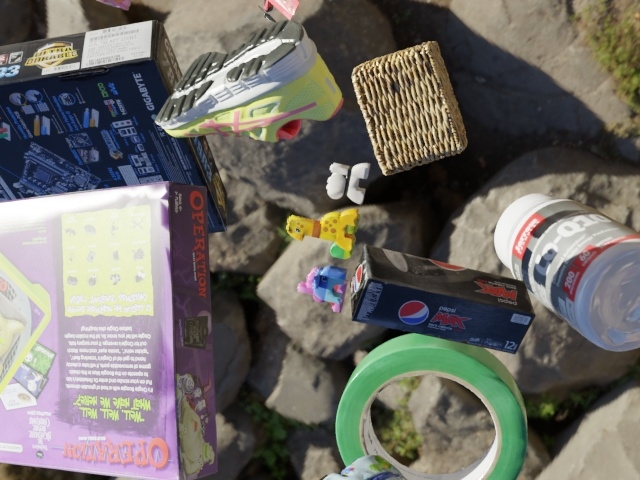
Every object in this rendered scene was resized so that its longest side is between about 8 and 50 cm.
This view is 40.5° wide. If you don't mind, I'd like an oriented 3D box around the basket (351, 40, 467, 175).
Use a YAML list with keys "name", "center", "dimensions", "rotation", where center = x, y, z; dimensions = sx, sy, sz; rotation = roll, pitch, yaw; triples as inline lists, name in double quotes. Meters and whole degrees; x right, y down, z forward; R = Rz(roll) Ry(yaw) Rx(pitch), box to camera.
- name: "basket"
  center: [0.237, -0.350, 2.270]
  dimensions: [0.223, 0.213, 0.299]
  rotation: [-17, 101, 18]

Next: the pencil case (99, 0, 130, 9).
- name: "pencil case"
  center: [-0.314, -0.521, 1.408]
  dimensions: [0.124, 0.124, 0.284]
  rotation: [32, 102, 13]

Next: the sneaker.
- name: "sneaker"
  center: [-0.065, -0.117, 0.762]
  dimensions: [0.209, 0.081, 0.094]
  rotation: [-5, 142, 48]

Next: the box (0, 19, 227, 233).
- name: "box"
  center: [-0.284, -0.101, 1.009]
  dimensions: [0.294, 0.073, 0.295]
  rotation: [-7, 143, 7]

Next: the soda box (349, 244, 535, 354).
- name: "soda box"
  center: [0.116, 0.057, 0.837]
  dimensions: [0.169, 0.060, 0.053]
  rotation: [13, 123, -9]

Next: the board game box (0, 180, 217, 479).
- name: "board game box"
  center: [-0.231, 0.072, 0.689]
  dimensions: [0.347, 0.056, 0.208]
  rotation: [-3, 83, 32]

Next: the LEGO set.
- name: "LEGO set"
  center: [0.000, 0.000, 1.218]
  dimensions: [0.093, 0.087, 0.227]
  rotation: [12, 110, 5]

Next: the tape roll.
- name: "tape roll"
  center: [0.190, 0.318, 1.485]
  dimensions: [0.322, 0.077, 0.321]
  rotation: [3, 105, 11]

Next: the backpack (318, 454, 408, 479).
- name: "backpack"
  center: [0.062, 0.463, 1.184]
  dimensions: [0.273, 0.290, 0.355]
  rotation: [21, 123, 50]

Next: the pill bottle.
- name: "pill bottle"
  center: [0.377, 0.032, 1.271]
  dimensions: [0.161, 0.161, 0.283]
  rotation: [60, 176, -25]

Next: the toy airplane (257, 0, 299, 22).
- name: "toy airplane"
  center: [-0.053, -0.360, 1.141]
  dimensions: [0.151, 0.028, 0.151]
  rotation: [18, 112, 55]
